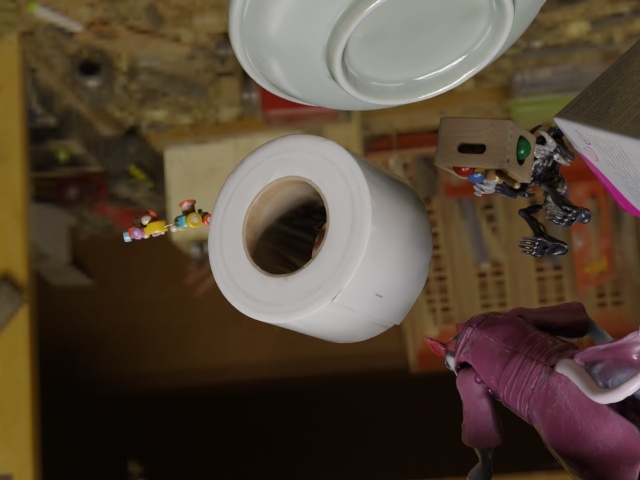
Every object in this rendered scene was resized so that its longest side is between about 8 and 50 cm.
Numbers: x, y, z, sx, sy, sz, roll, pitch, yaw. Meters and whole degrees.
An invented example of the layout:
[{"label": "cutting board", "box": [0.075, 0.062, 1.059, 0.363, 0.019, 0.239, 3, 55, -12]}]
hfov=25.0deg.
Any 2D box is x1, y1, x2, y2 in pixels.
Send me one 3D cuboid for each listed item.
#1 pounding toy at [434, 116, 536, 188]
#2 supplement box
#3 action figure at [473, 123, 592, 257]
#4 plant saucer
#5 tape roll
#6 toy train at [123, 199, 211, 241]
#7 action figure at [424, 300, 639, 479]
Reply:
[{"label": "pounding toy", "box": [0.246, -0.116, 2.073, 0.141, 0.100, 0.130, 5, 174, 28]}, {"label": "supplement box", "box": [0.289, -0.076, 1.099, 0.114, 0.111, 0.220, -43, -160, -5]}, {"label": "action figure", "box": [0.347, -0.107, 2.366, 0.141, 0.275, 0.164, 23, 123, -27]}, {"label": "plant saucer", "box": [0.101, -0.254, 1.603, 0.401, 0.100, 0.400, -15, 150, -9]}, {"label": "tape roll", "box": [0.000, 0.000, 1.860, 0.246, 0.246, 0.169, -11, 161, 30]}, {"label": "toy train", "box": [-0.245, -0.034, 2.313, 0.166, 0.046, 0.125, -11, -179, 7]}, {"label": "action figure", "box": [0.246, 0.166, 1.616, 0.370, 0.248, 0.275, 23, 162, 41]}]
